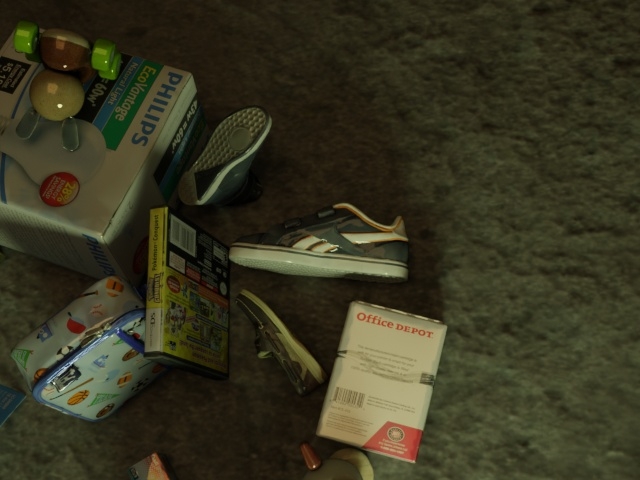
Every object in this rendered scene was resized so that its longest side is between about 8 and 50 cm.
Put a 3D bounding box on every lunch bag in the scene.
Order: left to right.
[{"bbox_3d":[-0.356,0.182,1.477,0.243,0.303,0.115,-36,69,-5],"label":"lunch bag"}]

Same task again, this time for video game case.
[{"bbox_3d":[-0.220,0.097,1.501,0.035,0.275,0.248,-6,73,16],"label":"video game case"}]

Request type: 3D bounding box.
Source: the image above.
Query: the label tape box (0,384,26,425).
[{"bbox_3d":[-0.717,0.249,1.521,0.333,0.106,0.241,18,33,6],"label":"label tape box"}]

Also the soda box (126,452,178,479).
[{"bbox_3d":[-0.260,0.459,1.512,0.063,0.058,0.183,-30,72,-3],"label":"soda box"}]

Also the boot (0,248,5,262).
[{"bbox_3d":[-0.765,-0.016,1.701,0.236,0.089,0.269,-32,73,-17],"label":"boot"}]

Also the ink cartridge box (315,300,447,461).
[{"bbox_3d":[0.107,0.242,1.511,0.171,0.100,0.237,13,76,10],"label":"ink cartridge box"}]

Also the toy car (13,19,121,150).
[{"bbox_3d":[-0.433,-0.249,1.470,0.155,0.149,0.188,12,88,-5],"label":"toy car"}]

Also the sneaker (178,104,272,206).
[{"bbox_3d":[-0.141,-0.149,1.614,0.226,0.163,0.086,-45,68,20],"label":"sneaker"}]

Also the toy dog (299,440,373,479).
[{"bbox_3d":[-0.052,0.452,1.425,0.161,0.220,0.334,46,73,-11],"label":"toy dog"}]

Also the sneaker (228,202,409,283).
[{"bbox_3d":[0.000,0.000,1.586,0.321,0.126,0.128,5,78,-3],"label":"sneaker"}]

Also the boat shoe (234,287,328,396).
[{"bbox_3d":[-0.082,0.181,1.563,0.073,0.080,0.223,-42,78,-12],"label":"boat shoe"}]

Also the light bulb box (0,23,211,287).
[{"bbox_3d":[-0.442,-0.153,1.602,0.361,0.225,0.358,17,66,12],"label":"light bulb box"}]
